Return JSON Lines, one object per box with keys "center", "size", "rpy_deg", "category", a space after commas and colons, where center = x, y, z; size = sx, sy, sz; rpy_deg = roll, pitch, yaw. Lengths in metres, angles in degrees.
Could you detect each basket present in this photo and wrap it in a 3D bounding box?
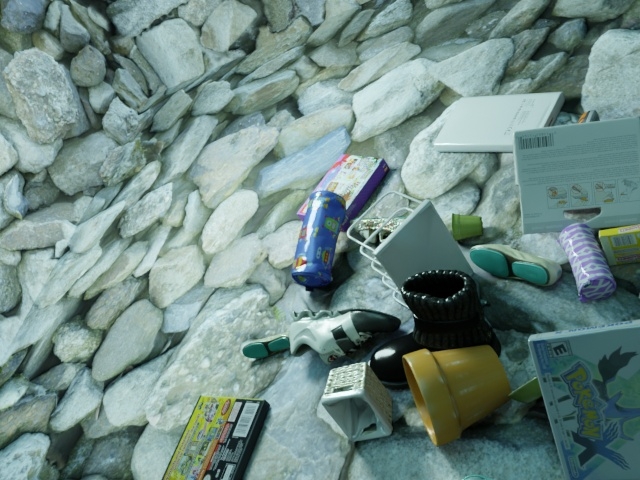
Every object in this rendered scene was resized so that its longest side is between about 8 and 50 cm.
{"center": [0.091, 0.380, 1.563], "size": [0.113, 0.167, 0.103], "rpy_deg": [-17, 34, 23], "category": "basket"}

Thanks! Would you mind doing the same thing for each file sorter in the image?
{"center": [0.231, 0.036, 1.731], "size": [0.193, 0.278, 0.173], "rpy_deg": [-44, 33, -10], "category": "file sorter"}

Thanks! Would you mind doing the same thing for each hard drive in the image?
{"center": [0.559, -0.371, 2.092], "size": [0.353, 0.047, 0.233], "rpy_deg": [8, 55, 43], "category": "hard drive"}

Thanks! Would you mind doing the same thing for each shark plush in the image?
{"center": [0.392, 0.154, 1.656], "size": [0.067, 0.073, 0.161], "rpy_deg": [-8, 31, -11], "category": "shark plush"}

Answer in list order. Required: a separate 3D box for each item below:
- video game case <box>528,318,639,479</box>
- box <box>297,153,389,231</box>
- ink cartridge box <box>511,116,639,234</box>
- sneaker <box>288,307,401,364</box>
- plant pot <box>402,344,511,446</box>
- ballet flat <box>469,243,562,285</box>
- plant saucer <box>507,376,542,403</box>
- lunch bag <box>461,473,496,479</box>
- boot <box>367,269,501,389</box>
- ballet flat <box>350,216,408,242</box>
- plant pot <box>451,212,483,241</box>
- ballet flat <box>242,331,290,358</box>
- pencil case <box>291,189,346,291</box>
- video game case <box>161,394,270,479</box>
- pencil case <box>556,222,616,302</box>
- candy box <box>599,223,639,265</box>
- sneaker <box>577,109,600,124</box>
{"center": [0.557, 0.303, 1.166], "size": [0.300, 0.329, 0.036], "rpy_deg": [-14, 6, 28], "category": "video game case"}
{"center": [0.078, -0.167, 2.250], "size": [0.201, 0.057, 0.293], "rpy_deg": [14, 60, 45], "category": "box"}
{"center": [0.638, -0.158, 1.643], "size": [0.296, 0.261, 0.066], "rpy_deg": [-5, 3, 13], "category": "ink cartridge box"}
{"center": [0.062, 0.261, 1.772], "size": [0.330, 0.122, 0.146], "rpy_deg": [-8, 63, 32], "category": "sneaker"}
{"center": [0.303, 0.320, 1.447], "size": [0.188, 0.205, 0.205], "rpy_deg": [-19, 37, -3], "category": "plant pot"}
{"center": [0.494, 0.055, 1.670], "size": [0.086, 0.086, 0.248], "rpy_deg": [-49, 40, -16], "category": "ballet flat"}
{"center": [0.492, 0.267, 1.336], "size": [0.241, 0.241, 0.037], "rpy_deg": [-33, 69, 5], "category": "plant saucer"}
{"center": [0.338, 0.574, 1.195], "size": [0.279, 0.108, 0.224], "rpy_deg": [15, 60, 47], "category": "lunch bag"}
{"center": [0.229, 0.207, 1.552], "size": [0.348, 0.260, 0.131], "rpy_deg": [-21, 39, 20], "category": "boot"}
{"center": [0.179, -0.030, 2.006], "size": [0.241, 0.091, 0.077], "rpy_deg": [0, 72, 43], "category": "ballet flat"}
{"center": [0.409, -0.039, 1.836], "size": [0.079, 0.083, 0.083], "rpy_deg": [-5, 46, 20], "category": "plant pot"}
{"center": [-0.149, 0.307, 1.939], "size": [0.168, 0.057, 0.052], "rpy_deg": [-15, 14, 21], "category": "ballet flat"}
{"center": [0.000, 0.000, 2.036], "size": [0.119, 0.133, 0.306], "rpy_deg": [-29, 44, 57], "category": "pencil case"}
{"center": [-0.284, 0.551, 1.787], "size": [0.248, 0.035, 0.275], "rpy_deg": [-6, 47, 35], "category": "video game case"}
{"center": [0.623, 0.051, 1.557], "size": [0.088, 0.086, 0.206], "rpy_deg": [-48, 25, 36], "category": "pencil case"}
{"center": [0.745, 0.002, 1.487], "size": [0.206, 0.105, 0.027], "rpy_deg": [-10, 44, 31], "category": "candy box"}
{"center": [0.645, -0.230, 1.803], "size": [0.180, 0.124, 0.321], "rpy_deg": [5, 53, 41], "category": "sneaker"}
